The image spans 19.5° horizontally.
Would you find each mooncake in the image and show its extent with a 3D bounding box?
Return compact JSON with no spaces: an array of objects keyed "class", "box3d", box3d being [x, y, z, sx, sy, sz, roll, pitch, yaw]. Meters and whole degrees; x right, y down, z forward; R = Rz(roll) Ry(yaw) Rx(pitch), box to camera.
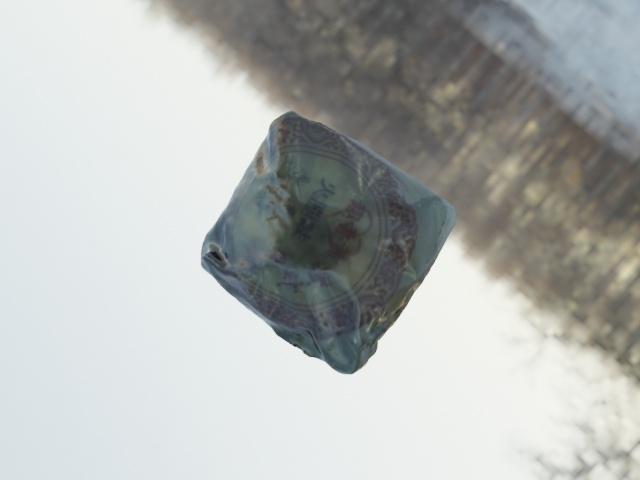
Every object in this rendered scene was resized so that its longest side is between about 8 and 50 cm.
[{"class":"mooncake","box3d":[0.000,0.000,1.110,0.130,0.125,0.073,32,179,16]}]
